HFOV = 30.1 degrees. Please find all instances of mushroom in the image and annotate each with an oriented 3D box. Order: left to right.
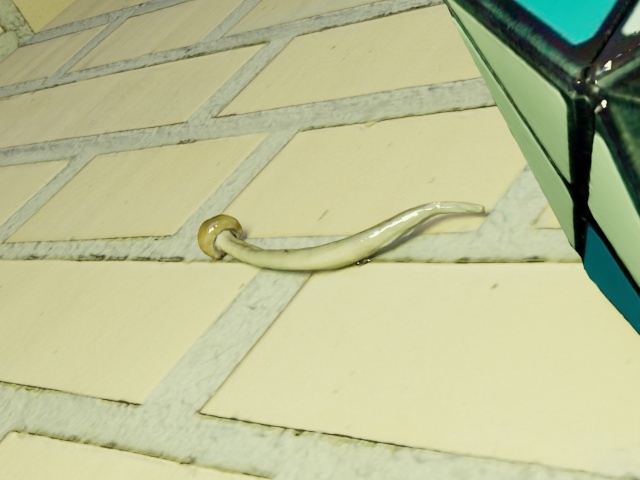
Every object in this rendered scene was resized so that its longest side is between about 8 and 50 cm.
[{"bbox_3d":[-0.002,-0.001,0.995,0.306,0.043,0.068,-2,64,44],"label":"mushroom"}]

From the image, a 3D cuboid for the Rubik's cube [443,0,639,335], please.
[{"bbox_3d":[0.239,-0.077,0.607,0.248,0.246,0.250,-32,26,5],"label":"Rubik's cube"}]
